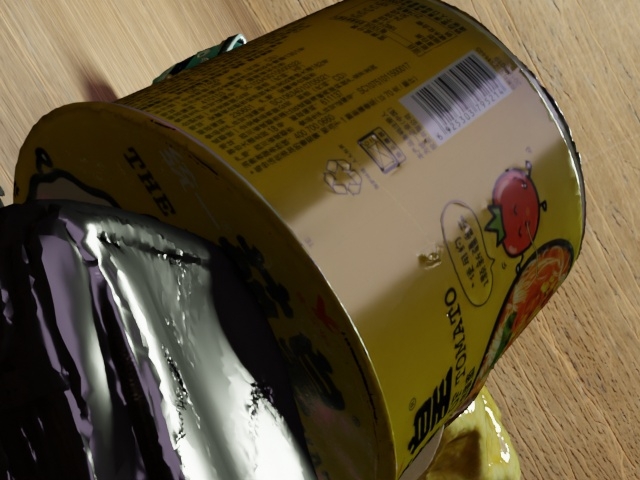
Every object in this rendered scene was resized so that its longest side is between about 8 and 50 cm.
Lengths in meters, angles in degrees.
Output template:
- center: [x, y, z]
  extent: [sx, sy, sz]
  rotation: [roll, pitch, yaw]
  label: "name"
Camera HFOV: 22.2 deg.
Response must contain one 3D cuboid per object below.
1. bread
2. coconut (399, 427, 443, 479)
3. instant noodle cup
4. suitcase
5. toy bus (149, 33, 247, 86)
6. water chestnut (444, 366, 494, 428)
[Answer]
- center: [0.088, 0.199, 1.748]
  extent: [0.252, 0.196, 0.238]
  rotation: [53, 15, -37]
  label: "bread"
- center: [-0.016, 0.109, 1.282]
  extent: [0.241, 0.241, 0.241]
  rotation: [60, 7, -13]
  label: "coconut"
- center: [0.000, 0.000, 1.052]
  extent: [0.326, 0.254, 0.325]
  rotation: [30, -40, 29]
  label: "instant noodle cup"
- center: [-0.100, 0.151, 0.746]
  extent: [0.345, 0.188, 0.339]
  rotation: [29, 39, -80]
  label: "suitcase"
- center: [-0.085, -0.072, 1.691]
  extent: [0.256, 0.147, 0.128]
  rotation: [58, 37, -28]
  label: "toy bus"
- center: [0.033, 0.073, 1.544]
  extent: [0.300, 0.300, 0.300]
  rotation: [60, 7, -13]
  label: "water chestnut"
